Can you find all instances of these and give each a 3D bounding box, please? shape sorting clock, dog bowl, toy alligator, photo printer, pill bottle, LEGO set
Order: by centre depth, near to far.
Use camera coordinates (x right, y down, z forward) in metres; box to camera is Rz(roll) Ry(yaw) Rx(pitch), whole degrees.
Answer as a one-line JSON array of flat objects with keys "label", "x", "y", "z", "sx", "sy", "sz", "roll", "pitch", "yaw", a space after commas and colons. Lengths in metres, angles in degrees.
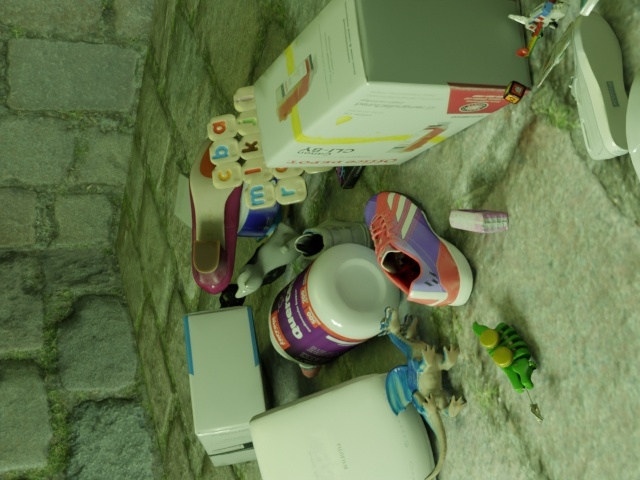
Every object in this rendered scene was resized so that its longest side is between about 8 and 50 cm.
[{"label": "LEGO set", "x": 0.291, "y": -0.292, "z": 0.964, "sx": 0.244, "sy": 0.060, "sz": 0.182, "roll": 117, "pitch": 177, "yaw": -47}, {"label": "toy alligator", "x": 0.282, "y": 0.174, "z": 1.109, "sx": 0.051, "sy": 0.056, "sz": 0.190, "roll": -39, "pitch": 44, "yaw": 8}, {"label": "photo printer", "x": 0.045, "y": 0.389, "z": 1.386, "sx": 0.307, "sy": 0.107, "sz": 0.256, "roll": -23, "pitch": 72, "yaw": 17}, {"label": "pill bottle", "x": 0.010, "y": 0.140, "z": 1.525, "sx": 0.323, "sy": 0.181, "sz": 0.181, "roll": 136, "pitch": 128, "yaw": -57}, {"label": "dog bowl", "x": -0.189, "y": -0.140, "z": 1.936, "sx": 0.265, "sy": 0.104, "sz": 0.265, "roll": -175, "pitch": 90, "yaw": -65}, {"label": "shape sorting clock", "x": -0.126, "y": -0.083, "z": 1.962, "sx": 0.206, "sy": 0.040, "sz": 0.206, "roll": -175, "pitch": 90, "yaw": -66}]

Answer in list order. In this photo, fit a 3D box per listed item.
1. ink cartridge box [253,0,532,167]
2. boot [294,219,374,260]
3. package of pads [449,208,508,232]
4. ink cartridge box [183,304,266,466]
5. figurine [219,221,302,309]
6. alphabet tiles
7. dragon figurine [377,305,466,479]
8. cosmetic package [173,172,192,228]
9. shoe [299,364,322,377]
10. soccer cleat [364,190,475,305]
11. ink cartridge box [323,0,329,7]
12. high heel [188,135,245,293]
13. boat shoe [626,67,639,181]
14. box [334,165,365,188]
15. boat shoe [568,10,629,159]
[{"label": "ink cartridge box", "x": 0.094, "y": -0.240, "z": 1.218, "sx": 0.384, "sy": 0.279, "sz": 0.160, "roll": 155, "pitch": 109, "yaw": -63}, {"label": "boot", "x": 0.000, "y": 0.000, "z": 1.605, "sx": 0.258, "sy": 0.123, "sz": 0.095, "roll": 168, "pitch": 99, "yaw": -64}, {"label": "package of pads", "x": 0.240, "y": -0.031, "z": 1.181, "sx": 0.083, "sy": 0.050, "sz": 0.032, "roll": 15, "pitch": 104, "yaw": 63}, {"label": "ink cartridge box", "x": -0.218, "y": 0.366, "z": 1.893, "sx": 0.395, "sy": 0.166, "sz": 0.285, "roll": 94, "pitch": 167, "yaw": -64}, {"label": "figurine", "x": -0.147, "y": 0.077, "z": 1.822, "sx": 0.092, "sy": 0.209, "sz": 0.215, "roll": 43, "pitch": 146, "yaw": -1}, {"label": "alphabet tiles", "x": -0.111, "y": -0.213, "z": 1.713, "sx": 0.021, "sy": 0.278, "sz": 0.284, "roll": 39, "pitch": -138, "yaw": -75}, {"label": "dragon figurine", "x": 0.167, "y": 0.250, "z": 1.310, "sx": 0.144, "sy": 0.085, "sz": 0.289, "roll": 154, "pitch": 112, "yaw": -63}, {"label": "cosmetic package", "x": -0.297, "y": -0.096, "z": 1.938, "sx": 0.231, "sy": 0.085, "sz": 0.117, "roll": 30, "pitch": 114, "yaw": 61}, {"label": "shoe", "x": -0.020, "y": 0.214, "z": 1.729, "sx": 0.081, "sy": 0.063, "sz": 0.178, "roll": 84, "pitch": -171, "yaw": -62}, {"label": "soccer cleat", "x": 0.136, "y": 0.004, "z": 1.326, "sx": 0.318, "sy": 0.116, "sz": 0.109, "roll": -127, "pitch": 42, "yaw": -50}, {"label": "ink cartridge box", "x": 0.103, "y": -0.440, "z": 1.440, "sx": 0.275, "sy": 0.060, "sz": 0.239, "roll": 127, "pitch": 136, "yaw": -53}, {"label": "high heel", "x": -0.242, "y": -0.068, "z": 1.802, "sx": 0.181, "sy": 0.127, "sz": 0.377, "roll": 92, "pitch": -173, "yaw": -69}, {"label": "boat shoe", "x": 0.395, "y": -0.047, "z": 0.790, "sx": 0.102, "sy": 0.108, "sz": 0.301, "roll": 168, "pitch": 97, "yaw": -64}, {"label": "box", "x": 0.053, "y": -0.203, "z": 1.593, "sx": 0.116, "sy": 0.029, "sz": 0.162, "roll": 122, "pitch": 140, "yaw": -50}, {"label": "boat shoe", "x": 0.339, "y": -0.189, "z": 0.960, "sx": 0.063, "sy": 0.066, "sz": 0.184, "roll": -27, "pitch": 77, "yaw": 61}]
